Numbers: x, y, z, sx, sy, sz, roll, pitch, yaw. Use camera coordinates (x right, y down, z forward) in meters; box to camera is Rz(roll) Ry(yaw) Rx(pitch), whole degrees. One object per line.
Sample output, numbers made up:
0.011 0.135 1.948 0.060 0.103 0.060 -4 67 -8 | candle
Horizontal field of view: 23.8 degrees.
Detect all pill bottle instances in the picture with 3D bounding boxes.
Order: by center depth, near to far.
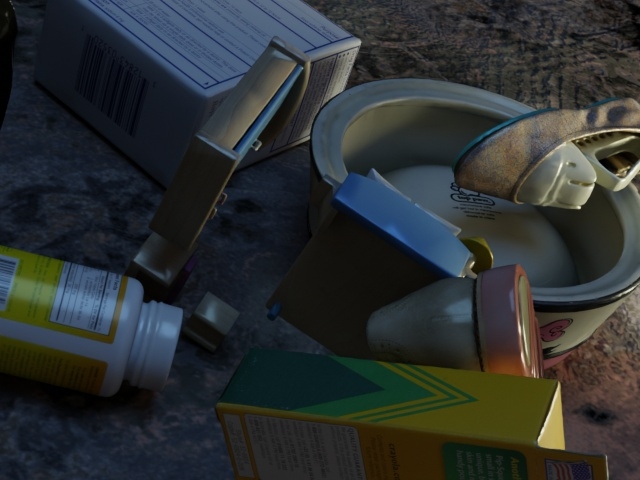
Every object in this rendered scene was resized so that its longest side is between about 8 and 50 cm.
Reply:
-0.244 0.079 1.438 0.215 0.117 0.117 15 36 -8 | pill bottle

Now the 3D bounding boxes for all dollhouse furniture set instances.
0.000 0.000 1.541 0.303 0.286 0.198 33 43 0 | dollhouse furniture set

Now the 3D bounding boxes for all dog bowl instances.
0.165 -0.011 1.727 0.408 0.150 0.408 12 36 -9 | dog bowl

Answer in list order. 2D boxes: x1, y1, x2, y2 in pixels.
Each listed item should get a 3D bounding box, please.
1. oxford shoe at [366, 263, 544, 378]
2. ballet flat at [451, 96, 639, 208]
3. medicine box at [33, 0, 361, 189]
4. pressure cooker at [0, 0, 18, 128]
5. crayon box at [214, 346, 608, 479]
0.132 0.122 1.410 0.147 0.397 0.140 -5 64 10 | oxford shoe
0.281 -0.092 1.677 0.316 0.107 0.106 -20 58 -40 | ballet flat
-0.149 -0.221 1.848 0.263 0.149 0.289 38 39 23 | medicine box
-0.539 -0.149 1.392 0.420 0.375 0.370 24 11 5 | pressure cooker
0.091 0.204 1.262 0.323 0.203 0.083 5 38 22 | crayon box
